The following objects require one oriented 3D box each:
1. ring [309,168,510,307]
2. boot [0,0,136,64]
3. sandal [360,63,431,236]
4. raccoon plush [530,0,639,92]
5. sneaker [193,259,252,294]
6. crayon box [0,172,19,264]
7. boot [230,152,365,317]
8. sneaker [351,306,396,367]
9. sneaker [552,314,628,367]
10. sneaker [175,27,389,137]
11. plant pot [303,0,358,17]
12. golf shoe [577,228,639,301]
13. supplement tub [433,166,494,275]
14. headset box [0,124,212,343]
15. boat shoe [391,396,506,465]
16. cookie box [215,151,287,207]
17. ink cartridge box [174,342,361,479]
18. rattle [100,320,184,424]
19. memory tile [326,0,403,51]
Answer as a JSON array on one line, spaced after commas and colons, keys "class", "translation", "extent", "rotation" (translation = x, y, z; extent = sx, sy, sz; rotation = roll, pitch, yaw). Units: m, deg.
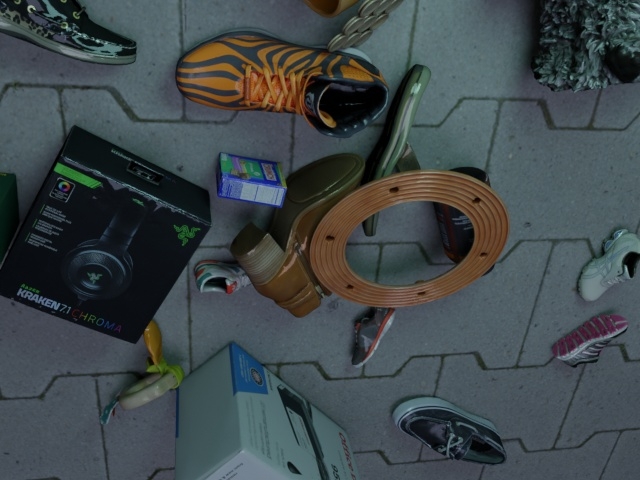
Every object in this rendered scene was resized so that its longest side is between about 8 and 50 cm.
[{"class": "ring", "translation": [0.148, 0.003, 1.055], "extent": [0.336, 0.032, 0.337], "rotation": [-3, 138, -3]}, {"class": "boot", "translation": [-0.348, -0.350, 0.841], "extent": [0.236, 0.085, 0.179], "rotation": [16, 113, -19]}, {"class": "sandal", "translation": [0.133, -0.135, 1.040], "extent": [0.086, 0.120, 0.303], "rotation": [16, 115, -9]}, {"class": "raccoon plush", "translation": [0.463, -0.416, 0.962], "extent": [0.446, 0.216, 0.299], "rotation": [-26, 111, -31]}, {"class": "sneaker", "translation": [-0.147, 0.072, 1.133], "extent": [0.161, 0.075, 0.057], "rotation": [-1, 120, -11]}, {"class": "crayon box", "translation": [-0.640, 0.002, 0.851], "extent": [0.362, 0.313, 0.106], "rotation": [3, 119, -14]}, {"class": "boot", "translation": [0.000, 0.000, 1.109], "extent": [0.283, 0.109, 0.220], "rotation": [-46, 134, -9]}, {"class": "sneaker", "translation": [0.094, 0.187, 1.275], "extent": [0.064, 0.061, 0.158], "rotation": [30, 112, 3]}, {"class": "sneaker", "translation": [0.605, 0.227, 1.391], "extent": [0.170, 0.063, 0.075], "rotation": [-35, 120, 15]}, {"class": "sneaker", "translation": [-0.050, -0.229, 0.916], "extent": [0.320, 0.180, 0.125], "rotation": [-4, 120, -10]}, {"class": "plant pot", "translation": [0.043, -0.433, 0.820], "extent": [0.187, 0.205, 0.205], "rotation": [-34, 122, -9]}, {"class": "golf shoe", "translation": [0.595, 0.065, 1.279], "extent": [0.069, 0.086, 0.176], "rotation": [10, 119, -19]}, {"class": "supplement tub", "translation": [0.269, -0.028, 1.145], "extent": [0.106, 0.106, 0.198], "rotation": [-19, 122, 0]}, {"class": "headset box", "translation": [-0.340, -0.010, 1.013], "extent": [0.246, 0.131, 0.283], "rotation": [27, 110, -25]}, {"class": "boat shoe", "translation": [0.301, 0.449, 1.432], "extent": [0.301, 0.102, 0.108], "rotation": [26, 112, -24]}, {"class": "cookie box", "translation": [-0.115, -0.100, 1.031], "extent": [0.107, 0.092, 0.040], "rotation": [9, 121, -17]}, {"class": "ink cartridge box", "translation": [-0.089, 0.434, 1.235], "extent": [0.166, 0.285, 0.395], "rotation": [-38, 121, 11]}, {"class": "rattle", "translation": [-0.372, 0.258, 1.203], "extent": [0.199, 0.130, 0.143], "rotation": [-21, 114, 32]}, {"class": "memory tile", "translation": [0.077, -0.331, 0.909], "extent": [0.012, 0.113, 0.148], "rotation": [54, 131, 3]}]
